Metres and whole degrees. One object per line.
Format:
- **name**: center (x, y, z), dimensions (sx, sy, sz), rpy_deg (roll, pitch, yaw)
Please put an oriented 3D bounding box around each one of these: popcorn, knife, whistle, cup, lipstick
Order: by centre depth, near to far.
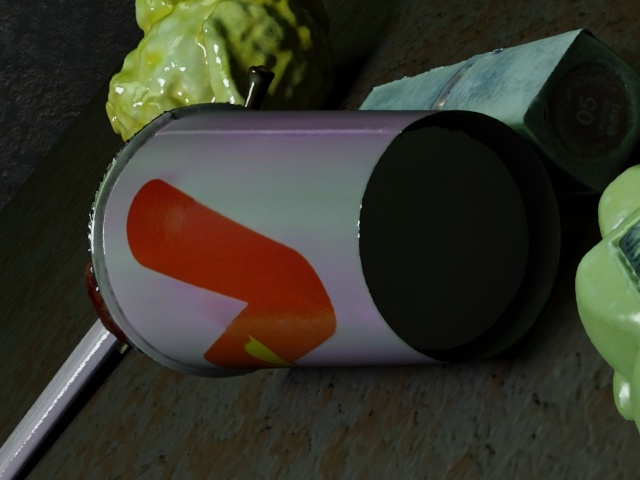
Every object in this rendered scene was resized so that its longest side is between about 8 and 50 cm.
- **whistle**: center (0.151, 0.028, 0.500), dimensions (0.105, 0.085, 0.227), rpy_deg (-46, 20, 16)
- **cup**: center (0.000, 0.000, 0.788), dimensions (0.288, 0.203, 0.203), rpy_deg (-2, 52, 59)
- **lipstick**: center (0.097, -0.070, 0.832), dimensions (0.076, 0.077, 0.290), rpy_deg (-56, 17, -11)
- **popcorn**: center (-0.101, -0.169, 1.294), dimensions (0.256, 0.195, 0.255), rpy_deg (-42, 35, 19)
- **knife**: center (-0.258, 0.151, 1.331), dimensions (0.398, 0.038, 0.132), rpy_deg (-51, 16, 5)

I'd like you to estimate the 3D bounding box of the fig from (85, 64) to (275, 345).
- **fig**: center (-0.100, -0.032, 1.101), dimensions (0.274, 0.145, 0.170), rpy_deg (-58, 13, 32)
